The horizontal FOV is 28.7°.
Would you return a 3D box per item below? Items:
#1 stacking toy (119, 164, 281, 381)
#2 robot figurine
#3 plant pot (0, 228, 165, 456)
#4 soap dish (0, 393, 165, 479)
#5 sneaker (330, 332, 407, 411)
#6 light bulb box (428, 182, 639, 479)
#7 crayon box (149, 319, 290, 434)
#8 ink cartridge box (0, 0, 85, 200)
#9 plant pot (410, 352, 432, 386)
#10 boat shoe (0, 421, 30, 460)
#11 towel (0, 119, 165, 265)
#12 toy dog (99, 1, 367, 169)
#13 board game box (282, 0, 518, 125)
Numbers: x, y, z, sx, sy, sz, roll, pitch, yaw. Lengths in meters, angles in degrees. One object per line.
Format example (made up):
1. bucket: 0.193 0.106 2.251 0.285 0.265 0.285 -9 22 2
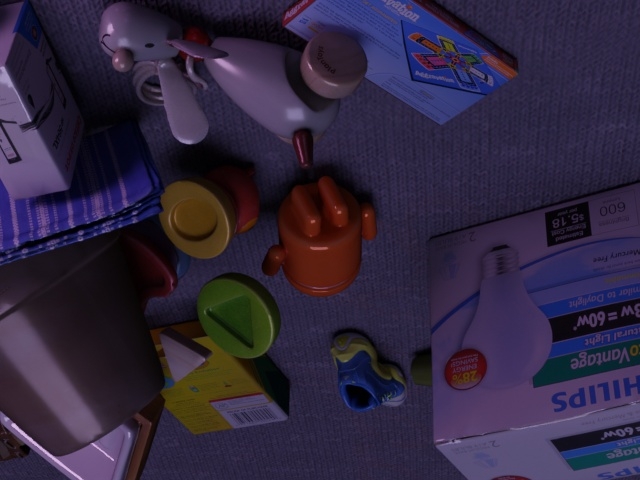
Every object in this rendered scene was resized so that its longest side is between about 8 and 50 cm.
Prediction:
1. stacking toy: -0.174 0.043 1.868 0.309 0.130 0.279 -24 101 39
2. robot figurine: -0.002 0.000 1.866 0.128 0.158 0.219 23 148 17
3. plant pot: -0.368 0.135 1.750 0.323 0.323 0.280 -27 99 34
4. soap dish: -0.410 0.296 2.165 0.291 0.118 0.229 33 129 16
5. sneaker: 0.084 0.269 2.237 0.091 0.126 0.240 -17 140 25
6. light bulb box: 0.363 0.157 1.869 0.358 0.361 0.225 -16 141 23
7. crayon box: -0.206 0.233 2.238 0.202 0.081 0.318 -11 143 18
8. ink cartridge box: -0.381 -0.176 1.589 0.086 0.148 0.203 -10 132 10
9. plant pot: 0.206 0.231 2.231 0.079 0.083 0.083 -6 145 32
10. boat shoe: -0.597 0.334 2.381 0.120 0.123 0.324 3 153 -11
11. towel: -0.379 -0.057 1.639 0.336 0.243 0.040 -18 125 -7
12. toy dog: -0.110 -0.181 1.559 0.333 0.161 0.220 4 148 6
13. board game box: 0.105 -0.251 1.596 0.281 0.027 0.145 28 139 -32
